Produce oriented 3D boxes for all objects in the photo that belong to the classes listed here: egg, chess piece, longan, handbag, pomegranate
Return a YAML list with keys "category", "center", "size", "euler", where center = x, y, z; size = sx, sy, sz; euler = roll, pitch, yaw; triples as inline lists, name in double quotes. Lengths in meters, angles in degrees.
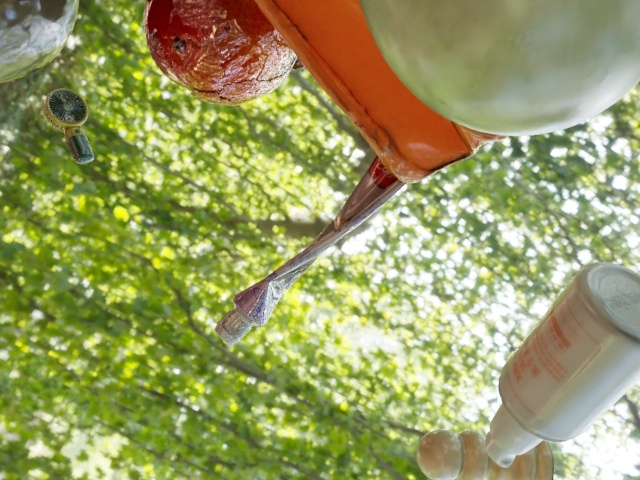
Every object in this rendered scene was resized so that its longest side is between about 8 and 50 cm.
- category: "egg"
  center: [0.123, -0.216, 0.529]
  size: [0.218, 0.295, 0.218]
  euler: [-27, -166, 7]
- category: "chess piece"
  center: [0.213, 0.288, 1.017]
  size: [0.094, 0.171, 0.094]
  euler: [-170, -90, -77]
- category: "longan"
  center: [-0.426, -0.319, 0.936]
  size: [0.258, 0.258, 0.258]
  euler: [-56, -166, 21]
- category: "handbag"
  center: [0.058, -0.283, 0.763]
  size: [0.116, 0.410, 0.303]
  euler: [-30, -166, 44]
- category: "pomegranate"
  center: [-0.115, -0.279, 1.000]
  size: [0.210, 0.235, 0.210]
  euler: [-2, -93, 45]

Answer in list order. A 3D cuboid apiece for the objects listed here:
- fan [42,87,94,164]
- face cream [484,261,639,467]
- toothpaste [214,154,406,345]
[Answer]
- category: "fan"
  center: [-0.477, -0.214, 1.463]
  size: [0.082, 0.155, 0.039]
  euler: [-15, 168, -43]
- category: "face cream"
  center: [0.228, 0.137, 0.738]
  size: [0.101, 0.101, 0.251]
  euler: [-76, -171, -49]
- category: "toothpaste"
  center: [0.000, 0.000, 0.836]
  size: [0.301, 0.048, 0.075]
  euler: [-45, -165, -4]
